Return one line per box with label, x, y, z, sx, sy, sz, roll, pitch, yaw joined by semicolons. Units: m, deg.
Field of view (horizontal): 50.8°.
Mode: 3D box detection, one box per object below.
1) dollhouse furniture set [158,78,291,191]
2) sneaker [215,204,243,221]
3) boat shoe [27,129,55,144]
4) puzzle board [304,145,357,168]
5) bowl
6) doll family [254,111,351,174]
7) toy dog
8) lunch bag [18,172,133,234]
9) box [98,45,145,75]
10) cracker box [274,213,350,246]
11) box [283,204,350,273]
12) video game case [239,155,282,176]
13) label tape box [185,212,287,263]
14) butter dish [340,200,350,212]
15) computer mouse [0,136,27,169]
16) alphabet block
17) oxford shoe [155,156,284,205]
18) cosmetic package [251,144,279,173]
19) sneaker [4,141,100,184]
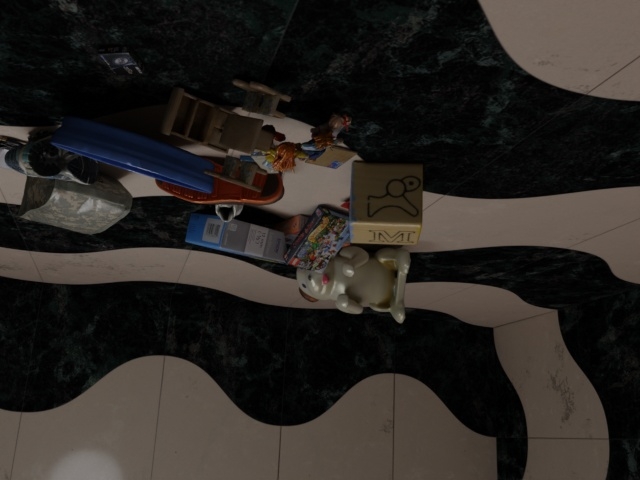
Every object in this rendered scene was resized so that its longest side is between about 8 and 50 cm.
dollhouse furniture set;-0.216;-0.245;1.454;0.161;0.212;0.242;17;-177;-38
sneaker;-0.290;-0.105;2.079;0.090;0.115;0.232;2;163;2
boat shoe;-0.721;-0.267;1.745;0.125;0.038;0.046;-12;177;43
puzzle board;0.027;-0.226;1.812;0.096;0.011;0.128;9;163;-24
bowl;-0.443;-0.207;1.629;0.391;0.077;0.391;16;179;0
doll family;-0.039;-0.215;1.559;0.263;0.118;0.163;-13;175;-16
toy dog;0.110;0.126;2.620;0.408;0.284;0.395;4;-160;-8
lunch bag;-0.715;-0.129;1.983;0.235;0.168;0.287;17;162;-40
box;-0.407;-0.369;1.384;0.067;0.018;0.083;1;163;9
cracker box;-0.028;-0.021;2.406;0.232;0.067;0.156;15;159;-34
box;0.000;0.000;2.276;0.159;0.044;0.233;15;120;-38
video game case;-0.169;-0.199;1.923;0.119;0.015;0.166;3;163;-4
label tape box;-0.254;-0.001;2.343;0.348;0.115;0.249;13;177;-39
butter dish;0.164;-0.072;2.116;0.160;0.118;0.160;14;159;-32
computer mouse;-0.862;-0.232;1.875;0.106;0.042;0.193;12;161;-32
alphabet block;0.183;-0.101;1.896;0.197;0.192;0.193;3;165;4
oxford shoe;-0.281;-0.148;1.897;0.364;0.130;0.133;9;169;5
cosmetic package;-0.142;-0.223;1.762;0.041;0.060;0.115;-1;162;15
sneaker;-0.700;-0.211;1.775;0.122;0.110;0.283;4;179;22
